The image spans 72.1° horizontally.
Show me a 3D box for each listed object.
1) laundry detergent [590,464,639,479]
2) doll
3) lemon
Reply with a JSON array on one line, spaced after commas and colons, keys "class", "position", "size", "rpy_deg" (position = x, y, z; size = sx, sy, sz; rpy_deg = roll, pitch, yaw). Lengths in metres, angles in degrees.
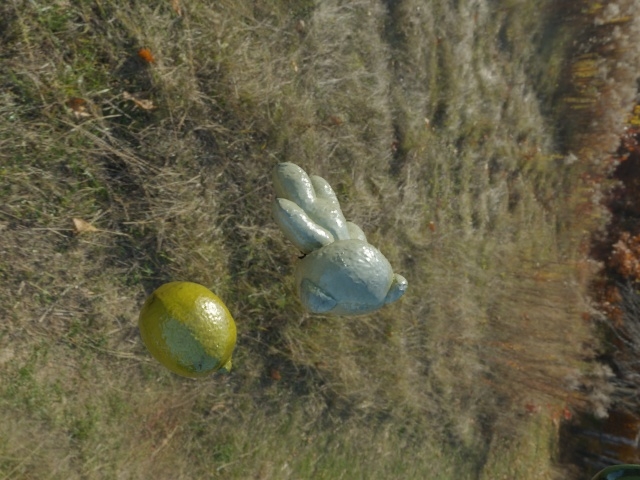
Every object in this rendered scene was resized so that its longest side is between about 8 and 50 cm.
[{"class": "laundry detergent", "position": [0.359, 0.337, 0.494], "size": [0.063, 0.138, 0.210], "rpy_deg": [-63, 148, -50]}, {"class": "doll", "position": [0.003, 0.001, 0.695], "size": [0.175, 0.278, 0.149], "rpy_deg": [-7, 147, -23]}, {"class": "lemon", "position": [-0.127, 0.090, 0.433], "size": [0.110, 0.082, 0.082], "rpy_deg": [47, 49, -2]}]
